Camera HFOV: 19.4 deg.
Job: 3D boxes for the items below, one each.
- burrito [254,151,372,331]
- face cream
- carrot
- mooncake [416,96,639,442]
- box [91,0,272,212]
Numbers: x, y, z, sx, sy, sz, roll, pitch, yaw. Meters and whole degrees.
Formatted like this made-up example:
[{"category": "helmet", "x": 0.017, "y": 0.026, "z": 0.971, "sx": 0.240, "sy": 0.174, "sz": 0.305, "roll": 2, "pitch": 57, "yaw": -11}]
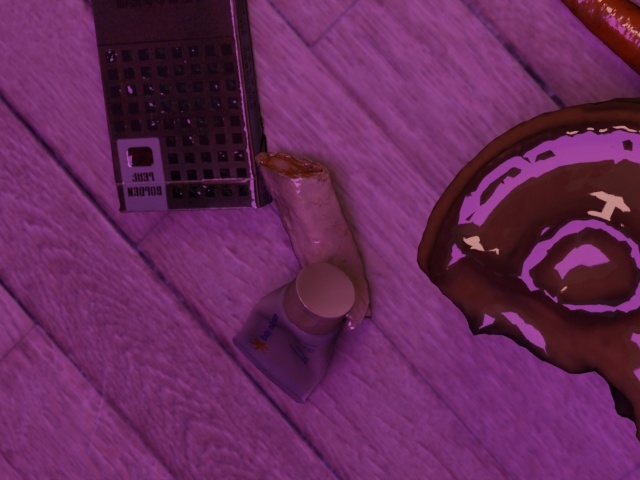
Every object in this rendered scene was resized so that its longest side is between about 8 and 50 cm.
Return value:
[{"category": "burrito", "x": 0.000, "y": 0.000, "z": 2.111, "sx": 0.087, "sy": 0.060, "sz": 0.226, "roll": -3, "pitch": 114, "yaw": 45}, {"category": "face cream", "x": -0.030, "y": 0.108, "z": 2.122, "sx": 0.114, "sy": 0.070, "sz": 0.224, "roll": 42, "pitch": 144, "yaw": 5}, {"category": "carrot", "x": 0.288, "y": -0.248, "z": 1.947, "sx": 0.210, "sy": 0.061, "sz": 0.061, "roll": 41, "pitch": 114, "yaw": 9}, {"category": "mooncake", "x": 0.309, "y": 0.050, "z": 1.923, "sx": 0.394, "sy": 0.246, "sz": 0.393, "roll": -1, "pitch": 98, "yaw": 17}, {"category": "box", "x": -0.163, "y": -0.193, "z": 2.128, "sx": 0.180, "sy": 0.047, "sz": 0.325, "roll": -1, "pitch": 105, "yaw": 21}]
